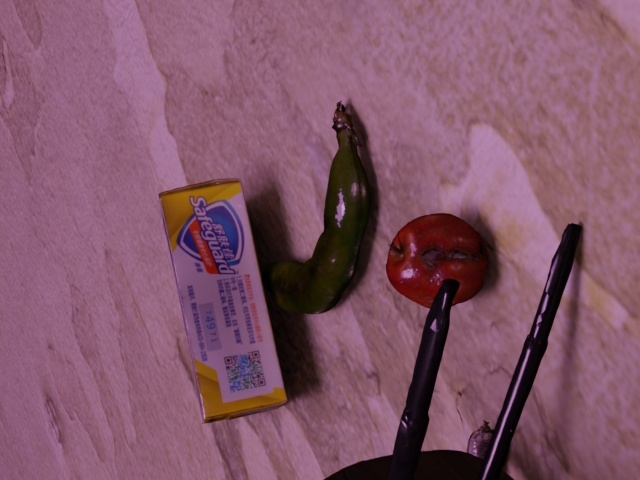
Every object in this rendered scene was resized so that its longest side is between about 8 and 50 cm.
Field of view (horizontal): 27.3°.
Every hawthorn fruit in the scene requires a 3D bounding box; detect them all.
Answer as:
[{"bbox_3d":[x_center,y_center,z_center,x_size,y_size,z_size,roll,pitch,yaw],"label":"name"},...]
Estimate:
[{"bbox_3d":[0.099,0.019,1.154,0.093,0.093,0.093,27,121,59],"label":"hawthorn fruit"}]

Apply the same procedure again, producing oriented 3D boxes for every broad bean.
[{"bbox_3d":[0.000,0.000,1.399,0.292,0.049,0.144,113,149,-45],"label":"broad bean"}]

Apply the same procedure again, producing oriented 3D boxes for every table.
[{"bbox_3d":[0.140,0.149,0.933,0.317,0.317,0.249,48,123,48],"label":"table"}]

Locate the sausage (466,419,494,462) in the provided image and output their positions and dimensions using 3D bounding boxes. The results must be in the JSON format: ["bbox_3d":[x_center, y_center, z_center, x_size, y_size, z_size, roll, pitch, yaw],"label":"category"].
[{"bbox_3d":[0.143,0.287,1.202,0.033,0.032,0.269,31,124,58],"label":"sausage"}]

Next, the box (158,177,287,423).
[{"bbox_3d":[-0.115,0.075,1.535,0.168,0.097,0.265,111,147,-78],"label":"box"}]
